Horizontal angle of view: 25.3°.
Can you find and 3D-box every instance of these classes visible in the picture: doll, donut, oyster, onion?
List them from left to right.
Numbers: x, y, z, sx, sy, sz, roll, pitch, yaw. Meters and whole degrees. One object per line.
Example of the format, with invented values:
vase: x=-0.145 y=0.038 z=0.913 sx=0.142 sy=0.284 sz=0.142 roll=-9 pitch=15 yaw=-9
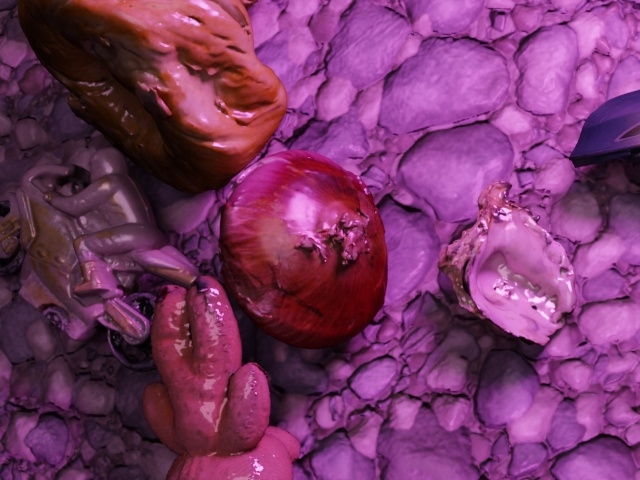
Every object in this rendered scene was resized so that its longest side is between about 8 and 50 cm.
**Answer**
donut: x=-0.191 y=-0.214 z=1.640 sx=0.360 sy=0.360 sz=0.170 roll=37 pitch=70 yaw=20
doll: x=-0.101 y=0.190 z=1.610 sx=0.201 sy=0.156 sz=0.303 roll=-11 pitch=84 yaw=46
onion: x=0.000 y=0.000 z=1.597 sx=0.163 sy=0.230 sz=0.230 roll=-35 pitch=63 yaw=47
oyster: x=0.214 y=0.025 z=1.628 sx=0.163 sy=0.081 sz=0.191 roll=10 pitch=78 yaw=-11

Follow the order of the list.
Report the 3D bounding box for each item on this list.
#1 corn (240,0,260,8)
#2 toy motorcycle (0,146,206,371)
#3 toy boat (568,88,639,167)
corn: x=-0.207 y=-0.342 z=1.796 sx=0.347 sy=0.130 sz=0.130 roll=0 pitch=75 yaw=18
toy motorcycle: x=-0.273 y=0.004 z=1.727 sx=0.340 sy=0.108 sz=0.223 roll=33 pitch=96 yaw=26
toy boat: x=0.423 y=-0.125 z=1.590 sx=0.296 sy=0.114 sz=0.122 roll=-15 pitch=92 yaw=10
